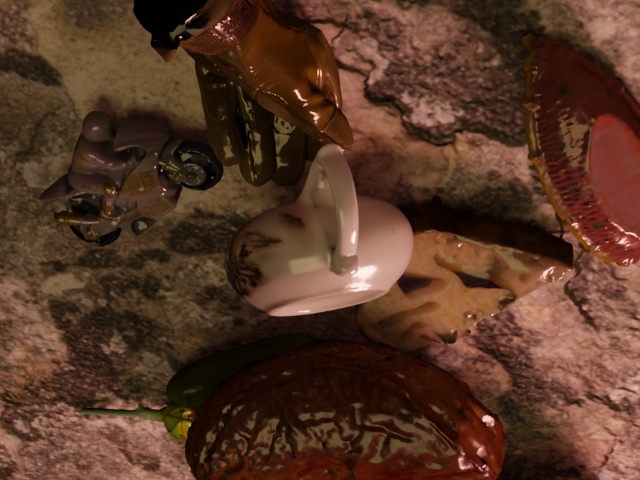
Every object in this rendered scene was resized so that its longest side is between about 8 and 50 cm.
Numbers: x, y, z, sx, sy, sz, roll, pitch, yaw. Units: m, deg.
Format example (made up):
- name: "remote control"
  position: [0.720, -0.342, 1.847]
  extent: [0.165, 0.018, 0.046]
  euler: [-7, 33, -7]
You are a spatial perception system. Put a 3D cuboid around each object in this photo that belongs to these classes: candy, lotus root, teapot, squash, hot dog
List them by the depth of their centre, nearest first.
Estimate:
- name: "teapot"
  position: [0.000, 0.000, 1.515]
  extent: [0.204, 0.139, 0.298]
  euler: [-5, 169, -18]
- name: "lotus root"
  position: [0.139, 0.035, 1.639]
  extent: [0.170, 0.074, 0.261]
  euler: [40, 128, -20]
- name: "hot dog"
  position: [0.028, 0.229, 1.727]
  extent: [0.388, 0.174, 0.267]
  euler: [-6, 155, 13]
- name: "squash"
  position: [-0.098, 0.167, 1.817]
  extent: [0.258, 0.069, 0.069]
  euler: [-19, 126, 27]
- name: "candy"
  position: [-0.244, 0.238, 1.934]
  extent: [0.194, 0.058, 0.062]
  euler: [1, 114, 23]

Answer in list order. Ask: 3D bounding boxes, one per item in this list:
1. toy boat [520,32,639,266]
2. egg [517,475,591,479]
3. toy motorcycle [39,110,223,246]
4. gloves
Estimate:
- name: "toy boat"
  position: [0.293, -0.079, 1.485]
  extent: [0.141, 0.099, 0.318]
  euler: [-39, 124, -9]
- name: "egg"
  position: [0.312, 0.435, 1.853]
  extent: [0.310, 0.279, 0.279]
  euler: [7, 141, 46]
- name: "toy motorcycle"
  position: [-0.229, -0.079, 1.610]
  extent: [0.225, 0.073, 0.152]
  euler: [-26, 121, 30]
- name: "gloves"
  position: [-0.067, -0.175, 1.431]
  extent: [0.154, 0.141, 0.331]
  euler: [-11, 151, 21]
